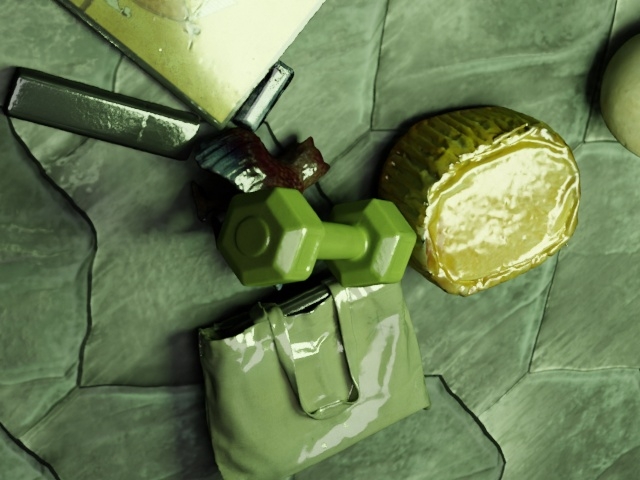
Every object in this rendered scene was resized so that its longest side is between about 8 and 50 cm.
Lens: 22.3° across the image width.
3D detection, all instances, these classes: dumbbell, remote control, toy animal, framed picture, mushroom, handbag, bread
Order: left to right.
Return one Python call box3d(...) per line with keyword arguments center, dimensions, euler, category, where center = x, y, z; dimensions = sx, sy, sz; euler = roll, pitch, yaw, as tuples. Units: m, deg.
box3d(center=(-0.250, -0.144, 1.884), dimensions=(0.245, 0.025, 0.063), euler=(13, 101, -34), category="remote control")
box3d(center=(-0.151, -0.315, 1.863), dimensions=(0.338, 0.014, 0.255), euler=(39, 90, -35), category="framed picture")
box3d(center=(-0.068, -0.175, 1.980), dimensions=(0.039, 0.014, 0.096), euler=(34, 92, -36), category="remote control")
box3d(center=(-0.058, -0.049, 1.980), dimensions=(0.179, 0.116, 0.218), euler=(-34, 118, -11), category="toy animal")
box3d(center=(-0.010, 0.174, 2.116), dimensions=(0.315, 0.109, 0.253), euler=(-22, 118, -18), category="handbag")
box3d(center=(0.000, 0.000, 1.930), dimensions=(0.302, 0.108, 0.121), euler=(2, 109, -59), category="dumbbell")
box3d(center=(0.203, -0.053, 2.115), dimensions=(0.253, 0.142, 0.227), euler=(-17, 121, -19), category="bread")
box3d(center=(0.470, -0.182, 2.201), dimensions=(0.204, 0.204, 0.204), euler=(-12, 117, -25), category="mushroom")
